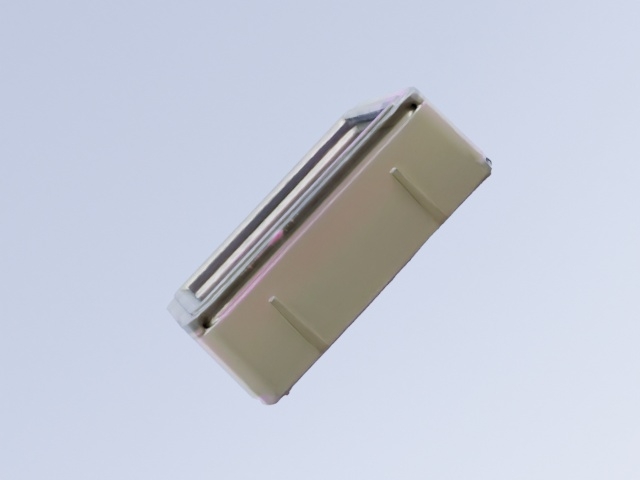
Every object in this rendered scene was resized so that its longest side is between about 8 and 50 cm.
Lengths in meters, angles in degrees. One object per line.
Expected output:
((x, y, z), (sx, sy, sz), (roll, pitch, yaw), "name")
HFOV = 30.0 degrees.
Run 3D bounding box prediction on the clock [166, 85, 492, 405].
((0.000, 0.000, 0.725), (0.071, 0.147, 0.192), (44, -96, -10), "clock")
